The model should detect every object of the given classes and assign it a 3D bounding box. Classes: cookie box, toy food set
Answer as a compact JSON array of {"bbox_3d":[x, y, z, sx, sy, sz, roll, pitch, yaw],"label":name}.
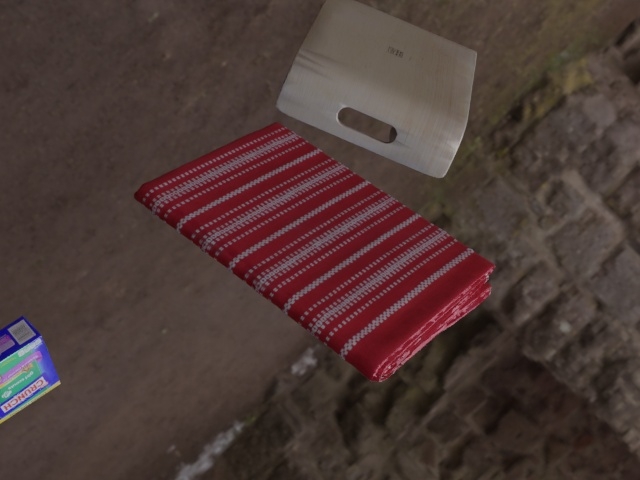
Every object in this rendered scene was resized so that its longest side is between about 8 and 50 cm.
[{"bbox_3d":[-0.353,0.149,1.102,0.092,0.040,0.107,-35,151,-24],"label":"cookie box"},{"bbox_3d":[0.078,-0.206,1.261,0.306,0.220,0.092,-72,-175,-56],"label":"toy food set"}]

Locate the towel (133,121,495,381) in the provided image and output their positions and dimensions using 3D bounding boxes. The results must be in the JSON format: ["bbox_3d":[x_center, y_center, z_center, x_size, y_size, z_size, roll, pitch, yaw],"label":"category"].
[{"bbox_3d":[0.000,0.000,0.856,0.199,0.275,0.031,-32,150,-45],"label":"towel"}]
